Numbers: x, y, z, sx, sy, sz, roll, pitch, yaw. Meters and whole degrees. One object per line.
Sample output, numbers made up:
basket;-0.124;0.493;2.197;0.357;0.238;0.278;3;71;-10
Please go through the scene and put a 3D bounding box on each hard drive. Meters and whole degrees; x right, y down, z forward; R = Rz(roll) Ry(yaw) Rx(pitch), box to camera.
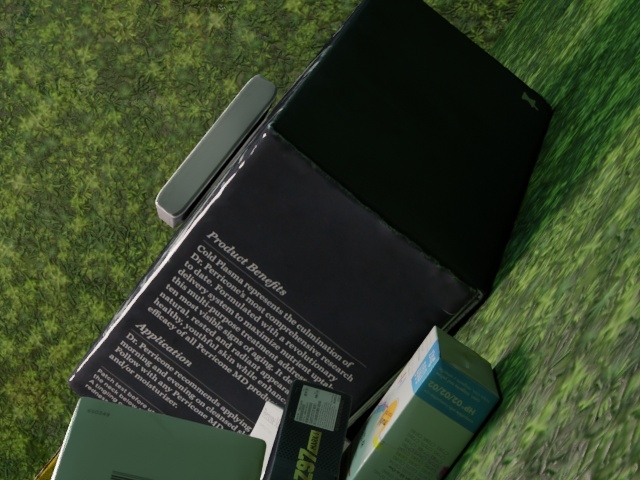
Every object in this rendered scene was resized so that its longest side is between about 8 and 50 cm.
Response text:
hard drive;-0.141;-0.109;1.753;0.203;0.040;0.307;-52;4;-5

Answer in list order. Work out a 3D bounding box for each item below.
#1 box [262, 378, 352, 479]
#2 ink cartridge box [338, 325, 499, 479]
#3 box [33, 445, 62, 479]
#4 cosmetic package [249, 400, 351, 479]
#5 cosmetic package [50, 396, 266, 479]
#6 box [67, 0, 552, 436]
box;-0.036;0.257;1.098;0.232;0.059;0.183;-74;0;-53
ink cartridge box;0.068;0.169;1.094;0.181;0.062;0.104;-56;3;10
box;-0.287;0.456;1.582;0.290;0.279;0.177;-56;2;11
cosmetic package;-0.058;0.281;1.310;0.231;0.085;0.117;-65;14;-6
cosmetic package;-0.163;0.315;1.055;0.365;0.155;0.197;108;174;-46
box;0.000;0.000;1.644;0.472;0.297;0.480;-47;7;34
